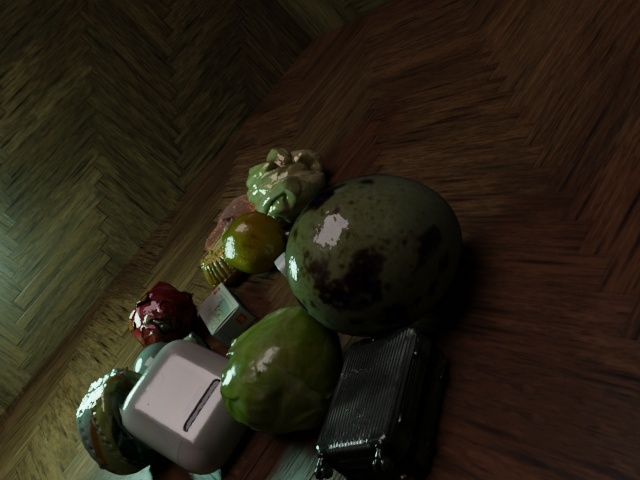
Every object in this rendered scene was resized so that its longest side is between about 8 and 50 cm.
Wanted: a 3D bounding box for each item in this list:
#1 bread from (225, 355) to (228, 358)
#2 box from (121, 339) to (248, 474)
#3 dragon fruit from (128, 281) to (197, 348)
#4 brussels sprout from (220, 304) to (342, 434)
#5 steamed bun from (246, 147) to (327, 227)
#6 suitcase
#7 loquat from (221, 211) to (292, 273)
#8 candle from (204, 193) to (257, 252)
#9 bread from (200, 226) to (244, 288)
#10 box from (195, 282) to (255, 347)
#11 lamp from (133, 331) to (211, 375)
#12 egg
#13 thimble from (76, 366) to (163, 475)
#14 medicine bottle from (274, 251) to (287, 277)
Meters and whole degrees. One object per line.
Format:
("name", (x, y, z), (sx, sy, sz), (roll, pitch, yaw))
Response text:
("bread", (-0.277, 0.405, 1.827), (0.193, 0.064, 0.193), (-31, 26, 17))
("box", (-0.334, 0.421, 1.669), (0.349, 0.141, 0.288), (18, 62, 32))
("dragon fruit", (-0.538, 0.270, 2.218), (0.250, 0.250, 0.315), (-36, 4, 21))
("brussels sprout", (-0.082, 0.299, 1.465), (0.328, 0.247, 0.328), (-45, 8, 8))
("steamed bun", (-0.133, -0.213, 2.370), (0.325, 0.230, 0.372), (-33, 25, 21))
("suitcase", (0.118, 0.322, 1.227), (0.202, 0.128, 0.312), (-25, 32, 40))
("loquat", (-0.204, 0.006, 2.180), (0.246, 0.213, 0.213), (-12, 34, 14))
("candle", (-0.324, -0.064, 2.562), (0.287, 0.131, 0.317), (-19, 37, 41))
("bread", (-0.340, 0.068, 2.361), (0.240, 0.139, 0.240), (-39, 25, 23))
("box", (-0.319, 0.243, 2.123), (0.135, 0.079, 0.269), (-48, 24, -5))
("lamp", (-0.470, 0.395, 2.024), (0.244, 0.197, 0.197), (-28, 26, 3))
("egg", (0.124, 0.023, 1.402), (0.428, 0.345, 0.345), (-29, 12, -35))
("thimble", (-0.547, 0.509, 1.821), (0.167, 0.288, 0.254), (-32, -2, 25))
("medicine bottle", (0.000, 0.000, 1.951), (0.296, 0.111, 0.161), (-45, 24, 6))
